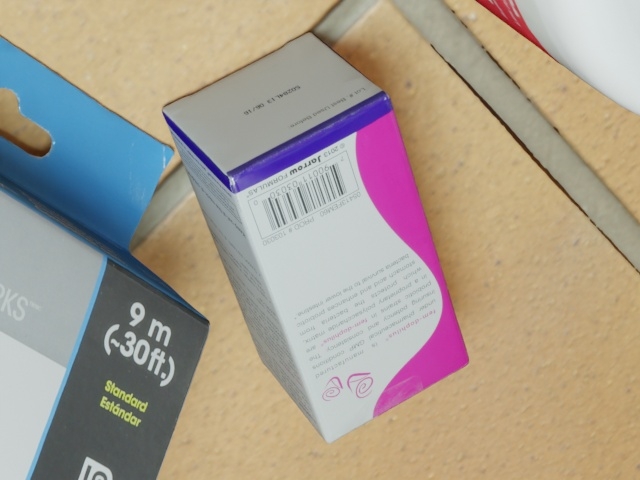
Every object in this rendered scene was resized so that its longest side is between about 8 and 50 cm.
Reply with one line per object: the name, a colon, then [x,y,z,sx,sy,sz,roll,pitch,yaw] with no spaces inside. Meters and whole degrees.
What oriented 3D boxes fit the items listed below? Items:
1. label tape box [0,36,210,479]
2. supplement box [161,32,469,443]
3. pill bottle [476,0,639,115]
label tape box: [-0.192,0.046,1.028,0.249,0.115,0.347,35,66,-39]
supplement box: [0.000,0.000,1.206,0.111,0.114,0.220,-28,126,-13]
pill bottle: [0.111,-0.234,0.940,0.229,0.407,0.229,-13,123,-21]
